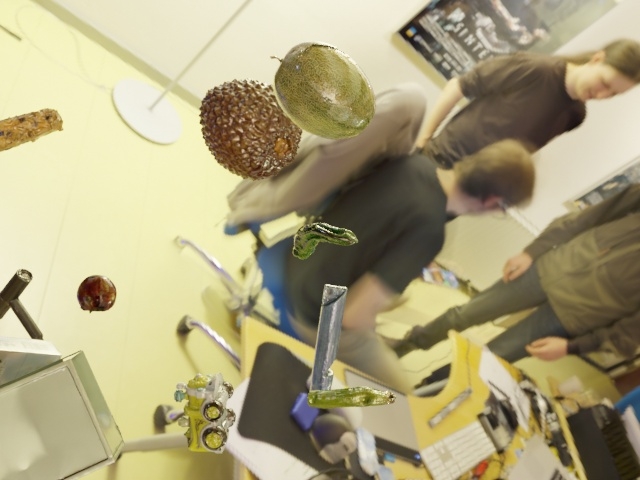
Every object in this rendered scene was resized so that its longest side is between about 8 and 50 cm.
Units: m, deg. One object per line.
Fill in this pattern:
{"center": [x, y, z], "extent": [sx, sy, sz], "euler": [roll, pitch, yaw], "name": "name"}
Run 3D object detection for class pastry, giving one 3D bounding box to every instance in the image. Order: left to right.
{"center": [-0.527, -0.195, 1.092], "extent": [0.080, 0.140, 0.056], "euler": [-162, -125, -70], "name": "pastry"}

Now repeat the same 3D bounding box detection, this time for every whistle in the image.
{"center": [0.018, 0.261, 1.578], "extent": [0.062, 0.305, 0.062], "euler": [8, 14, -2], "name": "whistle"}

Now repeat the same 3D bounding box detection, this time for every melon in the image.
{"center": [0.001, -0.243, 0.996], "extent": [0.192, 0.139, 0.139], "euler": [35, 32, -8], "name": "melon"}

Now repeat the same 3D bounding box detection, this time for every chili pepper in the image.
{"center": [-0.002, -0.006, 1.304], "extent": [0.050, 0.182, 0.073], "euler": [-39, 105, -35], "name": "chili pepper"}
{"center": [0.069, 0.356, 1.400], "extent": [0.052, 0.201, 0.050], "euler": [-77, 158, -54], "name": "chili pepper"}

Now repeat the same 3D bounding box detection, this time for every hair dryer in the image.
{"center": [-0.764, 0.195, 1.621], "extent": [0.195, 0.173, 0.050], "euler": [45, 25, 2], "name": "hair dryer"}

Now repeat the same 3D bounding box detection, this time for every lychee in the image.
{"center": [-0.185, -0.293, 1.589], "extent": [0.267, 0.267, 0.268], "euler": [35, 34, -29], "name": "lychee"}

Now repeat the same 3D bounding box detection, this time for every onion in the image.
{"center": [-0.661, 0.155, 1.827], "extent": [0.117, 0.119, 0.119], "euler": [3, 39, 3], "name": "onion"}

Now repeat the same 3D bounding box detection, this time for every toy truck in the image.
{"center": [-0.165, 0.240, 0.873], "extent": [0.076, 0.076, 0.111], "euler": [-65, 152, -78], "name": "toy truck"}

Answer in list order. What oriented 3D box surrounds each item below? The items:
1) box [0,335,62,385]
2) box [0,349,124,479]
{"center": [-0.713, 0.287, 1.347], "extent": [0.067, 0.155, 0.242], "euler": [32, 6, 35], "name": "box"}
{"center": [-0.554, 0.375, 1.258], "extent": [0.117, 0.224, 0.225], "euler": [180, -113, -82], "name": "box"}
